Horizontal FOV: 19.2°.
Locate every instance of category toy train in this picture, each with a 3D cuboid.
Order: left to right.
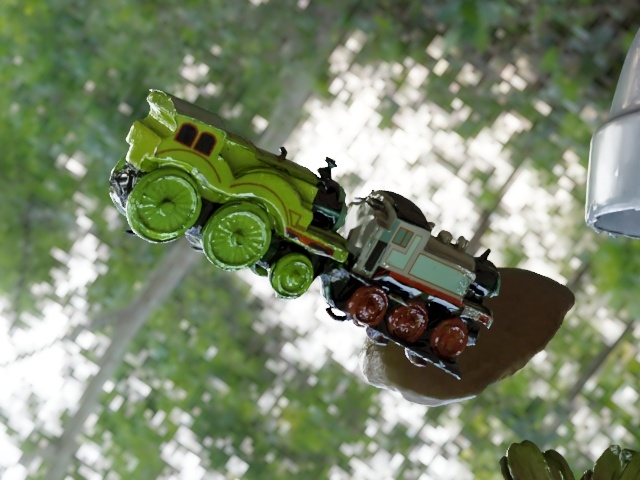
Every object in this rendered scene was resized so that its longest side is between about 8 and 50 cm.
[{"bbox_3d":[0.000,0.000,1.026,0.249,0.085,0.053,26,-172,-32],"label":"toy train"}]

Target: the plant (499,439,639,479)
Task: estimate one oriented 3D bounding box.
[{"bbox_3d":[0.260,0.354,1.797,0.297,0.305,0.261,-139,32,-66],"label":"plant"}]

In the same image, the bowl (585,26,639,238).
[{"bbox_3d":[0.268,-0.072,0.876,0.287,0.144,0.287,1,174,0],"label":"bowl"}]

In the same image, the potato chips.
[{"bbox_3d":[0.112,0.062,1.491,0.150,0.049,0.201,16,-149,43],"label":"potato chips"}]
